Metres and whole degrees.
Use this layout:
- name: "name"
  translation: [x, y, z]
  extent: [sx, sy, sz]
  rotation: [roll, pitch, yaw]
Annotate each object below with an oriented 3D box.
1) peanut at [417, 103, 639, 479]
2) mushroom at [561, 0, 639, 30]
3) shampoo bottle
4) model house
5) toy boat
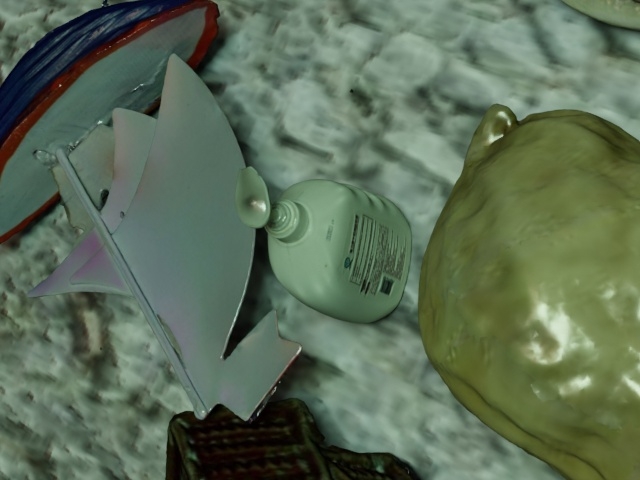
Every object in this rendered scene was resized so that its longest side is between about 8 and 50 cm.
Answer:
- name: "peanut"
  translation: [0.140, 0.057, 0.584]
  extent: [0.159, 0.143, 0.291]
  rotation: [-21, 54, -22]
- name: "mushroom"
  translation: [0.158, -0.165, 0.708]
  extent: [0.306, 0.043, 0.068]
  rotation: [41, 118, 27]
- name: "shampoo bottle"
  translation: [0.000, 0.000, 0.681]
  extent: [0.045, 0.152, 0.077]
  rotation: [6, 82, 27]
- name: "model house"
  translation: [-0.017, 0.162, 0.695]
  extent: [0.165, 0.106, 0.152]
  rotation: [-3, 60, -9]
- name: "toy boat"
  translation: [-0.104, -0.044, 0.770]
  extent: [0.318, 0.072, 0.219]
  rotation: [29, 92, 40]
